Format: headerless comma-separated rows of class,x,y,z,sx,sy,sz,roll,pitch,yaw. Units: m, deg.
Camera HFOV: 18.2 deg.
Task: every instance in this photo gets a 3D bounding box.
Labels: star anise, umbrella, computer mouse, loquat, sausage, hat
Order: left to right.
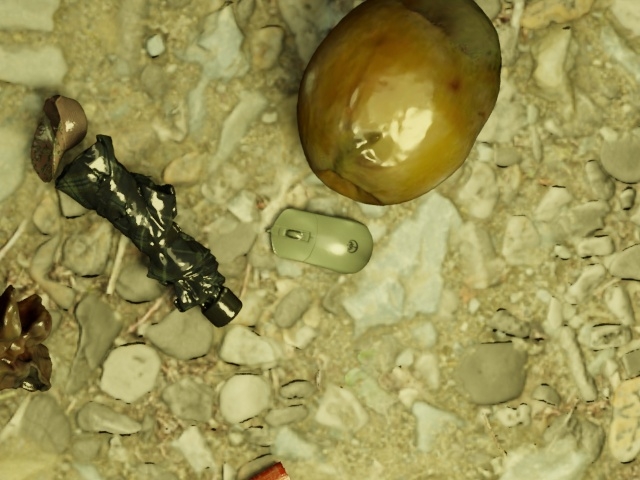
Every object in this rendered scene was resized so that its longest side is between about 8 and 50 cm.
star anise,-0.345,0.129,1.854,0.220,0.214,0.099,-28,60,-19
hat,-0.252,-0.098,1.950,0.042,0.058,0.087,6,90,-29
umbrella,-0.157,-0.009,1.954,0.224,0.080,0.071,48,50,-8
sausage,-0.087,0.265,1.975,0.129,0.034,0.034,-30,93,-7
computer mouse,0.000,0.000,1.988,0.110,0.032,0.056,12,87,-7
loquat,0.077,-0.145,1.930,0.179,0.179,0.227,31,83,-6
